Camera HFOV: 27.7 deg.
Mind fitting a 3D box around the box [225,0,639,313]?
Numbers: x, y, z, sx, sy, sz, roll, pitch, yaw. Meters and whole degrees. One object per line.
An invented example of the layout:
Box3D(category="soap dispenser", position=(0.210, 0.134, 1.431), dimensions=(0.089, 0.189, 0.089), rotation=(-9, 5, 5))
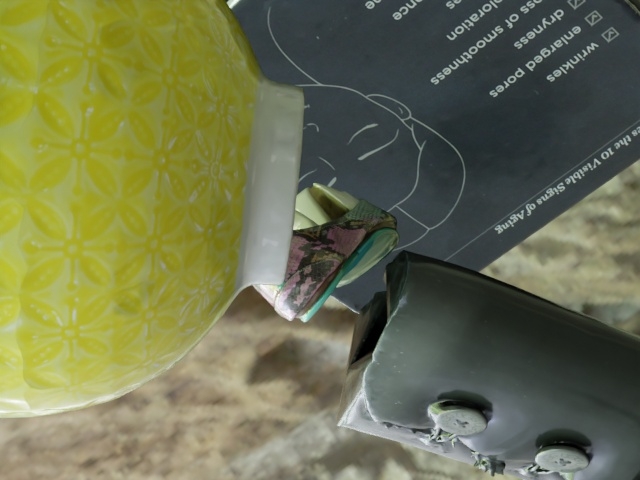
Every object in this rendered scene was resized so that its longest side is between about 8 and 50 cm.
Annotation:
Box3D(category="box", position=(0.075, -0.214, 1.383), dimensions=(0.480, 0.297, 0.472), rotation=(-37, -51, 24))

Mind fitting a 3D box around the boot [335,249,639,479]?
Box3D(category="boot", position=(0.256, 0.098, 0.935), dimensions=(0.367, 0.445, 0.146), rotation=(113, -179, -49))

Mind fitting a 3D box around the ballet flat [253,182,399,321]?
Box3D(category="ballet flat", position=(0.000, 0.000, 0.943), dimensions=(0.077, 0.079, 0.221), rotation=(-48, -6, 19))

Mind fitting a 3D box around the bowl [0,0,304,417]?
Box3D(category="bowl", position=(-0.092, -0.037, 0.732), dimensions=(0.156, 0.289, 0.289), rotation=(6, -21, -5))
